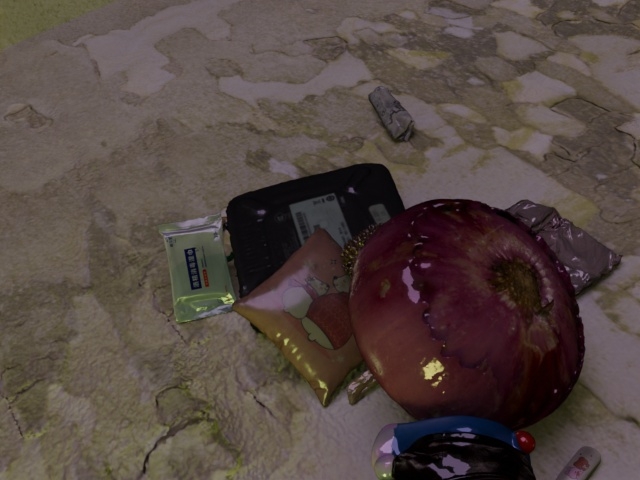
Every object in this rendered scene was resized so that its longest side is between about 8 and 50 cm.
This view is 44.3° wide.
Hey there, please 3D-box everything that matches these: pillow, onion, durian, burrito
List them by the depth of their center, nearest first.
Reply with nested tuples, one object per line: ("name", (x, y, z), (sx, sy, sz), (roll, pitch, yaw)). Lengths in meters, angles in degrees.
("onion", (0.204, 0.112, 1.163), (0.358, 0.358, 0.345), (-34, 1, -20))
("pillow", (0.003, 0.120, 1.316), (0.223, 0.084, 0.236), (-40, 78, -21))
("durian", (0.122, 0.015, 1.328), (0.148, 0.091, 0.188), (31, 37, 1))
("pillow", (0.407, 0.001, 1.408), (0.135, 0.049, 0.248), (-27, 44, -19))
("burrito", (0.163, -0.302, 1.830), (0.064, 0.064, 0.203), (-19, 41, -3))

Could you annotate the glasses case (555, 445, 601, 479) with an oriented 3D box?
("glasses case", (0.354, 0.317, 1.080), (0.083, 0.021, 0.032), (-40, 47, -25))

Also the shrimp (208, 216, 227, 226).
("shrimp", (-0.213, -0.011, 1.648), (0.091, 0.025, 0.127), (15, 46, 30))

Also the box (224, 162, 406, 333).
("box", (0.000, 0.000, 1.507), (0.351, 0.091, 0.359), (-16, 45, -1))

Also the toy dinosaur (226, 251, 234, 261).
("toy dinosaur", (-0.237, 0.021, 1.558), (0.132, 0.096, 0.059), (14, 41, -12))

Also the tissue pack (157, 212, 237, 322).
("tissue pack", (-0.232, 0.052, 1.498), (0.123, 0.026, 0.192), (-11, 83, -6))

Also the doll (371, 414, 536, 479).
("doll", (0.168, 0.371, 0.916), (0.240, 0.284, 0.309), (-41, 25, 44))
